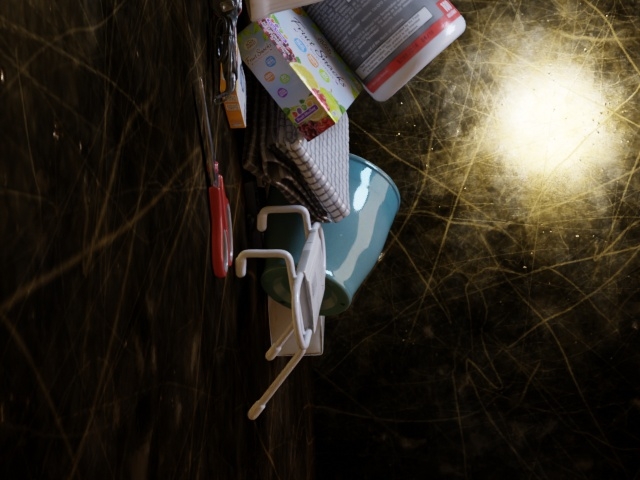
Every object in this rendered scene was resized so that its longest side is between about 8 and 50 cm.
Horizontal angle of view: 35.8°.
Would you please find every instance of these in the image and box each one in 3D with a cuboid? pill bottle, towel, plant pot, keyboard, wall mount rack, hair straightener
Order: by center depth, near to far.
[{"bbox_3d":[-0.137,-0.303,1.364,0.089,0.047,0.230,48,44,-86],"label":"hair straightener"},{"bbox_3d":[-0.063,0.116,1.678,0.350,0.130,0.304,-73,159,-67],"label":"wall mount rack"},{"bbox_3d":[0.063,-0.439,1.720,0.363,0.210,0.210,49,6,-4],"label":"pill bottle"},{"bbox_3d":[-0.117,-0.050,1.770,0.108,0.023,0.180,-89,175,-46],"label":"keyboard"},{"bbox_3d":[-0.040,-0.188,1.790,0.235,0.121,0.284,50,31,-48],"label":"towel"},{"bbox_3d":[0.000,0.000,1.964,0.272,0.271,0.255,84,19,-58],"label":"plant pot"}]

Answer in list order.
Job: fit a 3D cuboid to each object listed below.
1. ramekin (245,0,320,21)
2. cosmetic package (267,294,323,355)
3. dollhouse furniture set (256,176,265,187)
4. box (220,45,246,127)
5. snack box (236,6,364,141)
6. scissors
[{"bbox_3d":[-0.063,-0.476,1.477,0.277,0.135,0.277,169,-90,-85],"label":"ramekin"},{"bbox_3d":[-0.047,0.119,2.203,0.309,0.113,0.160,-82,170,-71],"label":"cosmetic package"},{"bbox_3d":[-0.086,-0.169,1.863,0.091,0.081,0.114,-87,174,-65],"label":"dollhouse furniture set"},{"bbox_3d":[-0.132,-0.231,1.512,0.136,0.028,0.081,88,1,-69],"label":"box"},{"bbox_3d":[-0.035,-0.289,1.640,0.207,0.070,0.174,52,31,-11],"label":"snack box"},{"bbox_3d":[-0.142,-0.087,1.318,0.109,0.021,0.297,-81,168,-63],"label":"scissors"}]
